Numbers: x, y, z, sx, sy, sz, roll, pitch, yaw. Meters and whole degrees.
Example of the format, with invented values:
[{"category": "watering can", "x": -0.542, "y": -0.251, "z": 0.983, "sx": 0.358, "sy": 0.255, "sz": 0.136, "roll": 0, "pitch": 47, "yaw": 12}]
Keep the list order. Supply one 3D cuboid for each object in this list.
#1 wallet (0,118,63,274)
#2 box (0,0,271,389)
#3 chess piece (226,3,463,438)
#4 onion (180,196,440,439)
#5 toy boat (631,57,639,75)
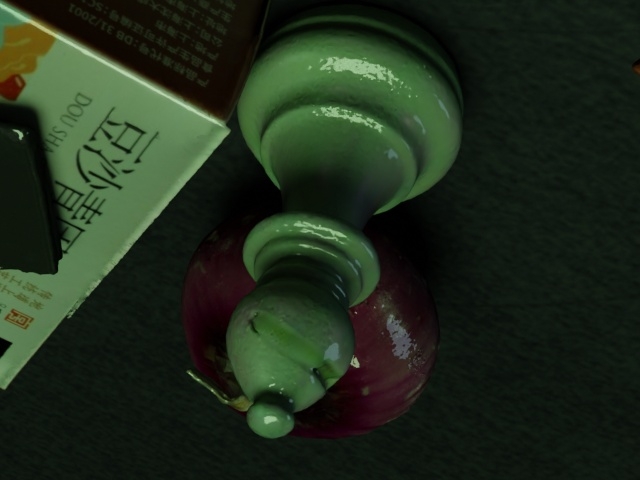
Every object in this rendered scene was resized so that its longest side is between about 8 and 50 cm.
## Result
[{"category": "wallet", "x": -0.275, "y": -0.041, "z": 1.041, "sx": 0.244, "sy": 0.025, "sz": 0.124, "roll": 8, "pitch": 140, "yaw": 11}, {"category": "box", "x": -0.283, "y": -0.108, "z": 1.082, "sx": 0.385, "sy": 0.122, "sz": 0.344, "roll": 28, "pitch": 138, "yaw": -15}, {"category": "chess piece", "x": 0.000, "y": 0.000, "z": 1.003, "sx": 0.139, "sy": 0.271, "sz": 0.139, "roll": 8, "pitch": 139, "yaw": 7}, {"category": "onion", "x": -0.007, "y": 0.056, "z": 1.168, "sx": 0.177, "sy": 0.153, "sz": 0.177, "roll": -1, "pitch": 143, "yaw": 0}, {"category": "toy boat", "x": 0.339, "y": -0.012, "z": 1.016, "sx": 0.392, "sy": 0.136, "sz": 0.079, "roll": 37, "pitch": 100, "yaw": -21}]
